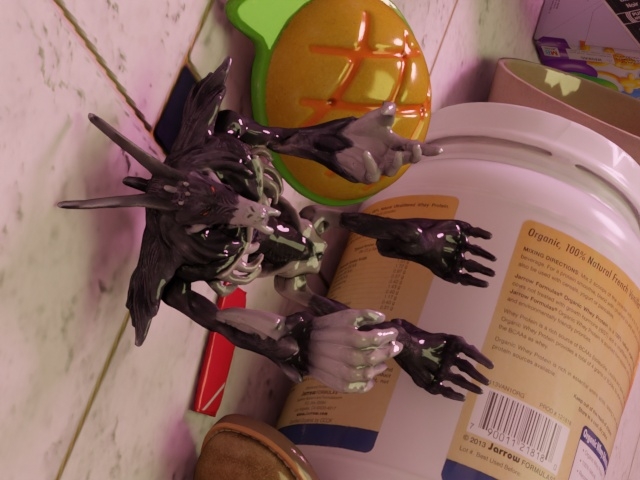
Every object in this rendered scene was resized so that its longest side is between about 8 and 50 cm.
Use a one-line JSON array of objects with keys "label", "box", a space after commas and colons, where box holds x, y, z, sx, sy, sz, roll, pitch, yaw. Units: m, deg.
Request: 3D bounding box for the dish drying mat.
[{"label": "dish drying mat", "box": [-0.063, 0.070, 0.884, 0.032, 0.008, 0.083, 32, 70, -64]}]

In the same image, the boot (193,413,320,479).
[{"label": "boot", "box": [-0.053, 0.255, 0.876, 0.115, 0.112, 0.305, -31, 130, -46]}]

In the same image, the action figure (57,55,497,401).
[{"label": "action figure", "box": [0.000, 0.000, 0.765, 0.275, 0.141, 0.164, 22, 77, -45]}]

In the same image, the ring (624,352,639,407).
[{"label": "ring", "box": [0.322, 0.090, 1.539, 0.336, 0.032, 0.336, -42, 138, -54]}]

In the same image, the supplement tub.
[{"label": "supplement tub", "box": [0.108, 0.083, 0.998, 0.316, 0.228, 0.228, -68, 154, -23]}]

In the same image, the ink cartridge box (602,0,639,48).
[{"label": "ink cartridge box", "box": [0.293, -0.296, 1.268, 0.332, 0.065, 0.165, 41, 63, -30]}]

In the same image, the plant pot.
[{"label": "plant pot", "box": [0.228, 0.011, 1.260, 0.256, 0.256, 0.274, -14, 129, -64]}]

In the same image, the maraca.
[{"label": "maraca", "box": [0.007, -0.107, 0.861, 0.127, 0.099, 0.186, -37, 122, -25]}]

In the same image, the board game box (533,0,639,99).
[{"label": "board game box", "box": [0.339, -0.195, 1.505, 0.275, 0.142, 0.144, 52, 53, -59]}]
